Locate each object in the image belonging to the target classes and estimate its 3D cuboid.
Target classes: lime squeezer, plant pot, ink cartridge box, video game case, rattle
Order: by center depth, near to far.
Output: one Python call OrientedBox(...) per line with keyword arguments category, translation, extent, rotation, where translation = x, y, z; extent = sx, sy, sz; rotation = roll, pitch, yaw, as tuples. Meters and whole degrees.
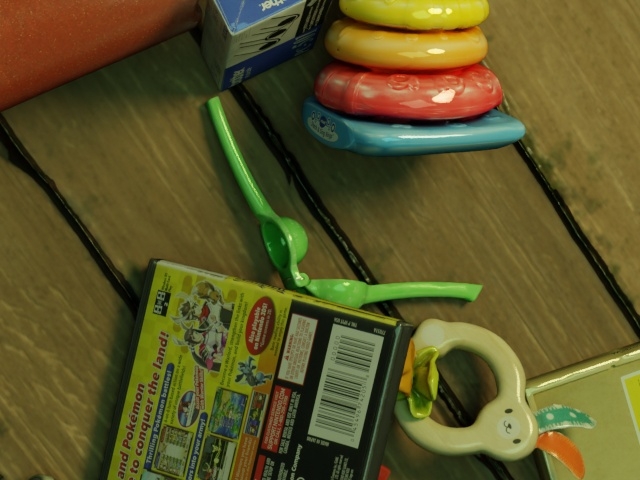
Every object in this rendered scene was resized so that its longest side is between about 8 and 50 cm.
OrientedBox(category="plant pot", translation=(-0.251, -0.229, 1.393), extent=(0.265, 0.272, 0.272), rotation=(-20, 97, -17))
OrientedBox(category="ink cartridge box", translation=(-0.047, -0.186, 1.449), extent=(0.097, 0.207, 0.046), rotation=(-26, 86, -8))
OrientedBox(category="video game case", translation=(-0.066, 0.175, 1.486), extent=(0.248, 0.035, 0.275), rotation=(14, 92, 23))
OrientedBox(category="rattle", translation=(0.153, 0.137, 1.520), extent=(0.199, 0.143, 0.130), rotation=(33, 62, 17))
OrientedBox(category="lime squeezer", translation=(0.000, 0.000, 1.547), extent=(0.310, 0.059, 0.110), rotation=(35, 86, -10))

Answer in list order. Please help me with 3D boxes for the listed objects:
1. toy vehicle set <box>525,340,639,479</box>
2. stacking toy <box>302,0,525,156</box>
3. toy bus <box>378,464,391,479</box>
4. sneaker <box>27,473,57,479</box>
OrientedBox(category="toy vehicle set", translation=(0.332, 0.176, 1.632), extent=(0.267, 0.035, 0.166), rotation=(-17, 96, -10))
OrientedBox(category="stacking toy", translation=(0.080, -0.228, 1.454), extent=(0.165, 0.175, 0.302), rotation=(-4, 108, -21))
OrientedBox(category="toy bus", translation=(0.040, 0.313, 1.546), extent=(0.202, 0.104, 0.191), rotation=(-29, 98, -8))
OrientedBox(category="sneaker", translation=(-0.232, 0.323, 1.517), extent=(0.118, 0.083, 0.222), rotation=(14, 83, -30))
